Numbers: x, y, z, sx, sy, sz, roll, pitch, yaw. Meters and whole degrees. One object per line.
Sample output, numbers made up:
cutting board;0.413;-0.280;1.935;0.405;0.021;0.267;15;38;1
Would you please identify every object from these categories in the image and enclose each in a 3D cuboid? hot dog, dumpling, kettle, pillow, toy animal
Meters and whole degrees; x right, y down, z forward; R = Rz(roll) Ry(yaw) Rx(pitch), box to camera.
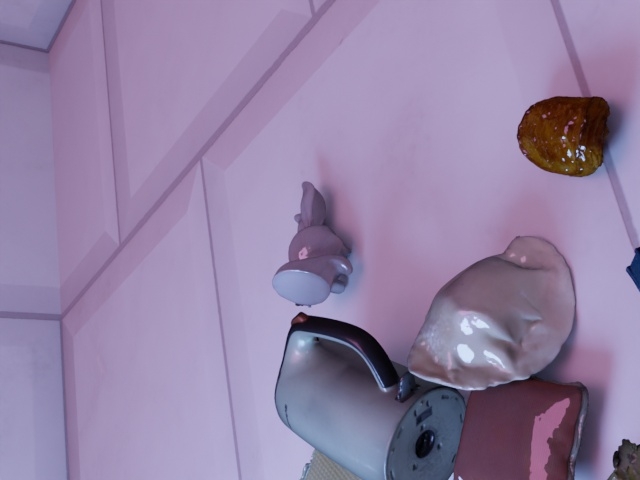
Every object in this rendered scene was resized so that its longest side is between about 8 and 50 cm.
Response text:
hot dog;0.298;-0.128;1.116;0.147;0.065;0.099;-166;83;-69
dumpling;0.215;0.105;1.146;0.166;0.216;0.126;44;151;42
kettle;0.056;0.213;1.276;0.255;0.165;0.240;22;133;46
pillow;0.246;0.240;1.119;0.179;0.075;0.171;8;84;56
toy animal;0.000;0.003;1.556;0.104;0.130;0.221;83;-166;-46

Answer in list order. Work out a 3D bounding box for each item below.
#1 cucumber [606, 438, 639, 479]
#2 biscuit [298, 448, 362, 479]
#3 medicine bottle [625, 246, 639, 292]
cucumber;0.299;0.374;0.997;0.145;0.105;0.325;39;121;23
biscuit;0.047;0.349;1.432;0.150;0.052;0.252;37;112;49
medicine bottle;0.391;0.013;0.863;0.258;0.079;0.124;110;144;-62
